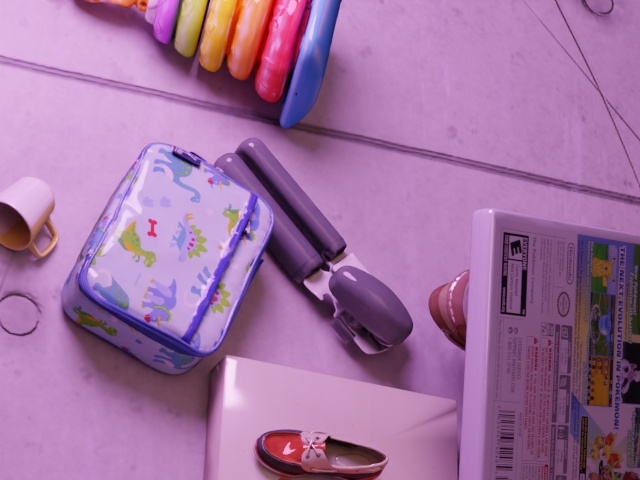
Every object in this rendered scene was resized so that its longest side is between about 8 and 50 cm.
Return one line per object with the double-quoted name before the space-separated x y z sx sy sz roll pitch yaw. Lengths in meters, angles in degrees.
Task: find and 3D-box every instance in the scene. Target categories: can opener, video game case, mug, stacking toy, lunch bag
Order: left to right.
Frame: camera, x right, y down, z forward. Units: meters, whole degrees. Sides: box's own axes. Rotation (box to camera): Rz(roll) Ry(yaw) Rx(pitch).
"mug" -0.305 -0.027 1.840 0.062 0.078 0.064 16 42 20
"lunch bag" -0.152 0.018 1.866 0.176 0.090 0.219 33 56 -11
"stacking toy" -0.134 -0.259 1.998 0.302 0.175 0.166 14 58 -3
"can opener" 0.000 0.000 1.943 0.076 0.095 0.283 -36 84 -36
"video game case" 0.267 0.145 1.906 0.300 0.036 0.329 8 82 -39

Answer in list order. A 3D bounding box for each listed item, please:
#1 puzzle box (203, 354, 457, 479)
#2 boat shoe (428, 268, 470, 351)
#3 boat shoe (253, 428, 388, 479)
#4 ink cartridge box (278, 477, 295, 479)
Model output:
"puzzle box" 0.008 0.332 1.804 0.272 0.052 0.409 14 60 -20
"boat shoe" 0.251 0.108 1.994 0.324 0.116 0.123 31 68 -35
"boat shoe" 0.001 0.215 1.802 0.137 0.043 0.049 15 59 -18
"ink cartridge box" 0.107 0.386 1.670 0.308 0.091 0.385 16 43 -13
